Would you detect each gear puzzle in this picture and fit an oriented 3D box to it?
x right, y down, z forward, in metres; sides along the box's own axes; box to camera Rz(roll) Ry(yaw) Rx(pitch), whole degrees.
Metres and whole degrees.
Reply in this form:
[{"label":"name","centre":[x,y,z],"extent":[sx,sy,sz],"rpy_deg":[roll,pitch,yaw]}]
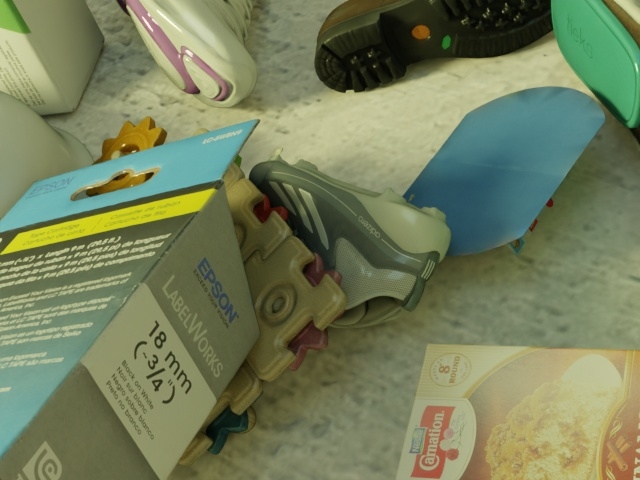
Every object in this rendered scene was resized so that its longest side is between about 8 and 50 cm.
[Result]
[{"label":"gear puzzle","centre":[-0.105,0.016,0.895],"extent":[0.175,0.044,0.339],"rpy_deg":[-46,44,6]}]

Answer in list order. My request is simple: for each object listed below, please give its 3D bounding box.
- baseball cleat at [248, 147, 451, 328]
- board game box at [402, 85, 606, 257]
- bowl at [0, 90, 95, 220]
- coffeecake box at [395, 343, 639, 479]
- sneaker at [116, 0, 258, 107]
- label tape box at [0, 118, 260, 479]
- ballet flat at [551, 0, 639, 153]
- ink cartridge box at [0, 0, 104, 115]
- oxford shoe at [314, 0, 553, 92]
[{"label":"baseball cleat","centre":[0.000,0.000,0.861],"extent":[0.206,0.072,0.109],"rpy_deg":[18,79,51]},{"label":"board game box","centre":[0.134,-0.043,0.870],"extent":[0.133,0.033,0.169],"rpy_deg":[12,57,51]},{"label":"bowl","centre":[-0.347,-0.039,0.995],"extent":[0.297,0.134,0.298],"rpy_deg":[-11,46,12]},{"label":"coffeecake box","centre":[0.142,0.136,0.676],"extent":[0.185,0.068,0.142],"rpy_deg":[-1,50,22]},{"label":"sneaker","centre":[-0.109,-0.237,1.095],"extent":[0.152,0.114,0.305],"rpy_deg":[-29,45,-4]},{"label":"label tape box","centre":[-0.174,0.073,0.781],"extent":[0.240,0.106,0.334],"rpy_deg":[-11,31,34]},{"label":"ballet flat","centre":[0.268,-0.085,0.801],"extent":[0.139,0.139,0.400],"rpy_deg":[-17,42,6]},{"label":"ink cartridge box","centre":[-0.379,-0.213,1.121],"extent":[0.278,0.201,0.117],"rpy_deg":[-5,46,18]},{"label":"oxford shoe","centre":[0.104,-0.201,1.001],"extent":[0.227,0.083,0.096],"rpy_deg":[-10,41,12]}]
